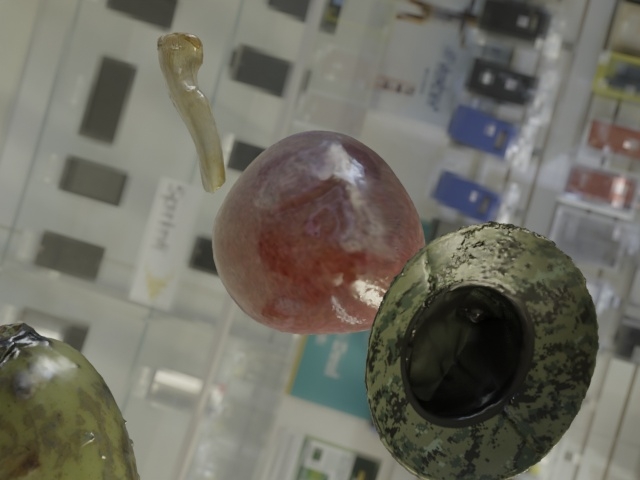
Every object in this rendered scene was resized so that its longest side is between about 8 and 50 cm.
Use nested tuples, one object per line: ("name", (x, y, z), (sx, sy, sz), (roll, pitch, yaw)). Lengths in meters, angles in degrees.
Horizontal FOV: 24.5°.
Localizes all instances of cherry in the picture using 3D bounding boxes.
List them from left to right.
("cherry", (0.000, 0.000, 1.839), (0.261, 0.307, 0.221), (-49, 149, -4))

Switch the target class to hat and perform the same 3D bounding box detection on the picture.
("hat", (0.134, 0.112, 1.449), (0.128, 0.265, 0.266), (-6, -117, 66))

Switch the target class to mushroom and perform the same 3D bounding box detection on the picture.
("mushroom", (-0.144, -0.148, 1.715), (0.059, 0.054, 0.202), (108, -34, -74))

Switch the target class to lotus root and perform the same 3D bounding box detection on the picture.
("lotus root", (-0.214, 0.214, 1.116), (0.173, 0.173, 0.309), (-27, 107, -69))
